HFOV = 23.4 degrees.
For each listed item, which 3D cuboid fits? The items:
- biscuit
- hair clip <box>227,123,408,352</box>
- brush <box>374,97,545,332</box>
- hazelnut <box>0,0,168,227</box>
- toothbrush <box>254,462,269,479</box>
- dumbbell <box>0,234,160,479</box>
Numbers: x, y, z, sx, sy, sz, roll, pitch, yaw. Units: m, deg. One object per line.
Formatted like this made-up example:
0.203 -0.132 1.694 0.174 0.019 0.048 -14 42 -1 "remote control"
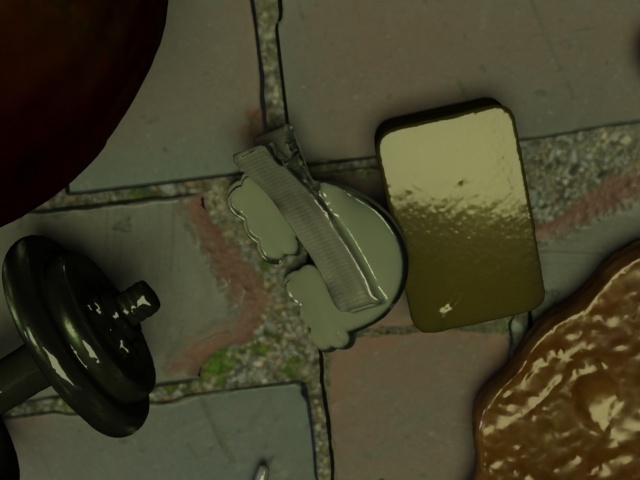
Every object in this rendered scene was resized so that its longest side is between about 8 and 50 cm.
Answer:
0.324 0.202 1.466 0.365 0.062 0.385 31 105 -12 "biscuit"
0.000 0.000 1.348 0.140 0.054 0.220 -20 113 32 "hair clip"
0.123 -0.023 1.368 0.123 0.059 0.197 -12 110 3 "brush"
-0.329 -0.203 1.116 0.402 0.402 0.429 -37 107 9 "hazelnut"
-0.090 0.352 1.511 0.030 0.025 0.307 13 110 -1 "toothbrush"
-0.264 0.117 1.323 0.290 0.192 0.192 -31 110 8 "dumbbell"
